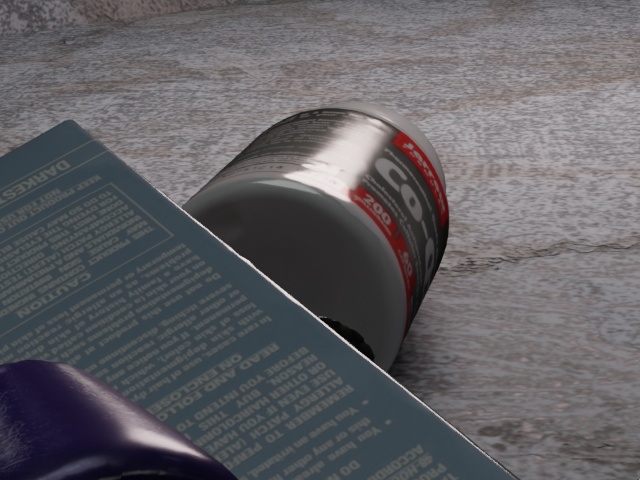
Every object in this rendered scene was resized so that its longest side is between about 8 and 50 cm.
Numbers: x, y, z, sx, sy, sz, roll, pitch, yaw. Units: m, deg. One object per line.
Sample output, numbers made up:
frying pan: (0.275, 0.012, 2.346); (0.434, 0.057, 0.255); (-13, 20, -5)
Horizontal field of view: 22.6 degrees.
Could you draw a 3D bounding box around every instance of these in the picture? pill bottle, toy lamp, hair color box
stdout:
pill bottle: (0.000, 0.000, 1.075); (0.161, 0.161, 0.283); (0, 17, 13)
toy lamp: (-0.013, 0.110, 0.265); (0.080, 0.080, 0.275); (-10, 33, -22)
hair color box: (-0.016, 0.121, 0.480); (0.113, 0.185, 0.374); (-31, 36, -17)

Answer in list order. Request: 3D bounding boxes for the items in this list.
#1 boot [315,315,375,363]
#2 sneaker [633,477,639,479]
boot: (-0.103, 0.077, 0.818); (0.246, 0.084, 0.161); (-5, 6, -39)
sneaker: (0.192, 0.162, 0.602); (0.182, 0.158, 0.410); (43, 8, 3)
